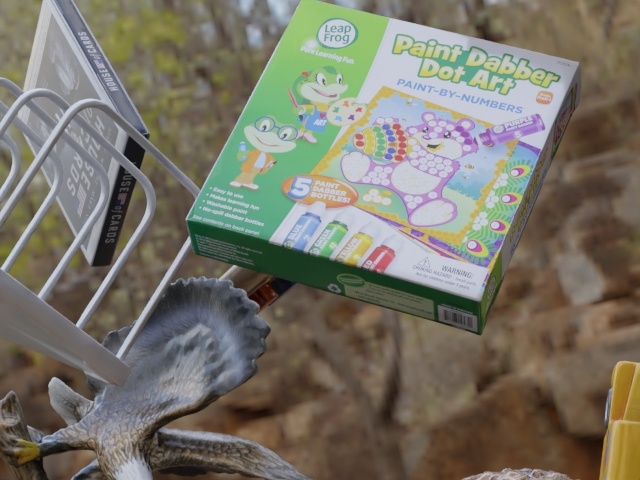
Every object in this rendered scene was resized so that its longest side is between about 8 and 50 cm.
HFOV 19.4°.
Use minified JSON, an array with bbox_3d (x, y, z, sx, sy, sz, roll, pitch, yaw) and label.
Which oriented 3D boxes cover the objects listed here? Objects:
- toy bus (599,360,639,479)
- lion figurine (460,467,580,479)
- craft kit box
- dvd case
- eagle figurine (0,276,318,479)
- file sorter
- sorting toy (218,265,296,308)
[{"bbox_3d":[0.348,0.297,2.003,0.108,0.333,0.130,7,-7,6],"label":"toy bus"},{"bbox_3d":[0.063,0.294,1.781,0.392,0.142,0.240,7,44,38],"label":"lion figurine"},{"bbox_3d":[0.055,-0.066,1.503,0.249,0.247,0.061,15,-34,17],"label":"craft kit box"},{"bbox_3d":[-0.248,-0.117,1.922,0.029,0.239,0.179,-5,-45,-29],"label":"dvd case"},{"bbox_3d":[-0.152,0.183,1.772,0.298,0.225,0.226,-23,-22,5],"label":"eagle figurine"},{"bbox_3d":[-0.264,-0.028,1.543,0.277,0.173,0.193,16,-20,43],"label":"file sorter"},{"bbox_3d":[0.000,0.000,1.817,0.229,0.041,0.307,-29,-9,-48],"label":"sorting toy"}]
